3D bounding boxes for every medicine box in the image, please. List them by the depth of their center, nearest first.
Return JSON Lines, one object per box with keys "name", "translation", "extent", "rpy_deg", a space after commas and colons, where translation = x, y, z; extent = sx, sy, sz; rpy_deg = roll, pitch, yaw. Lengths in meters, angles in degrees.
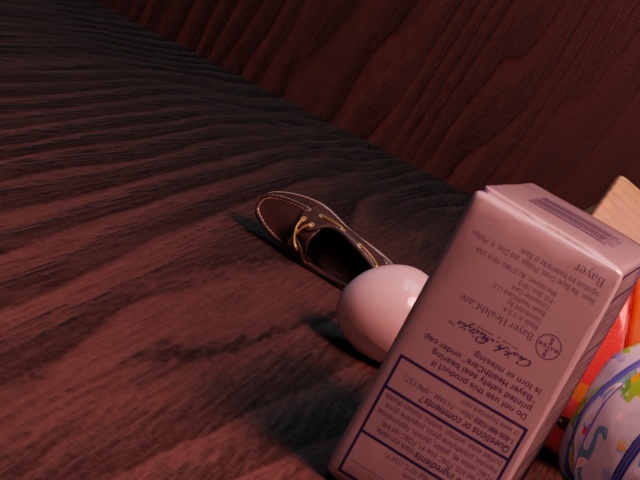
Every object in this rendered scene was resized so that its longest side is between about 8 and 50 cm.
{"name": "medicine box", "translation": [0.162, 0.106, 1.558], "extent": [0.149, 0.289, 0.263], "rpy_deg": [31, 11, 12]}

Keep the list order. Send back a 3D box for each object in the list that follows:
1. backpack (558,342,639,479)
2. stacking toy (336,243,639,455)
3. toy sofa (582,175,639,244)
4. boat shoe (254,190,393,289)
{"name": "backpack", "translation": [0.406, 0.232, 1.633], "extent": [0.355, 0.290, 0.273], "rpy_deg": [2, 32, -45]}
{"name": "stacking toy", "translation": [0.254, 0.123, 1.938], "extent": [0.480, 0.351, 0.350], "rpy_deg": [7, 8, 7]}
{"name": "toy sofa", "translation": [0.340, 0.059, 2.318], "extent": [0.150, 0.177, 0.362], "rpy_deg": [41, -22, -6]}
{"name": "boat shoe", "translation": [0.000, 0.000, 2.284], "extent": [0.227, 0.081, 0.068], "rpy_deg": [32, 7, 17]}
